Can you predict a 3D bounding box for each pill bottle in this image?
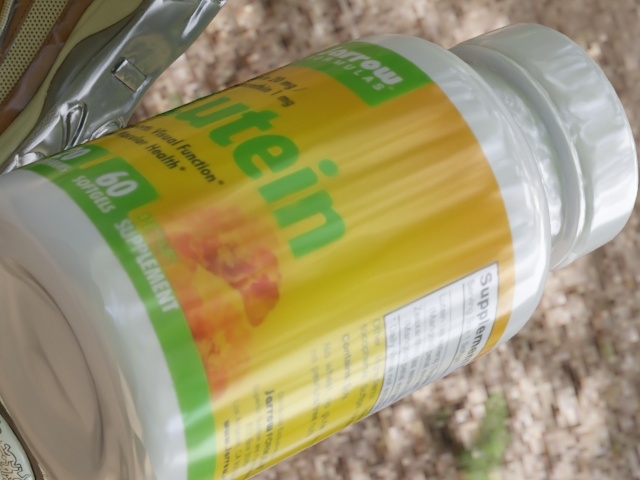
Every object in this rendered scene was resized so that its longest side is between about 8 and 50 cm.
[{"bbox_3d":[0.000,0.000,0.661,0.246,0.136,0.136,-24,97,-29],"label":"pill bottle"}]

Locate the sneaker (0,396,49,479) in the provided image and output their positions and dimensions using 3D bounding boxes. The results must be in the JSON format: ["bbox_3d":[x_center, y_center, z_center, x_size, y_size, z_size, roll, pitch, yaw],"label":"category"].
[{"bbox_3d":[-0.158,0.163,1.194,0.270,0.145,0.090,58,25,-35],"label":"sneaker"}]

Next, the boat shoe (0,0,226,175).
[{"bbox_3d":[-0.181,-0.104,1.065,0.120,0.324,0.122,37,-6,15],"label":"boat shoe"}]
